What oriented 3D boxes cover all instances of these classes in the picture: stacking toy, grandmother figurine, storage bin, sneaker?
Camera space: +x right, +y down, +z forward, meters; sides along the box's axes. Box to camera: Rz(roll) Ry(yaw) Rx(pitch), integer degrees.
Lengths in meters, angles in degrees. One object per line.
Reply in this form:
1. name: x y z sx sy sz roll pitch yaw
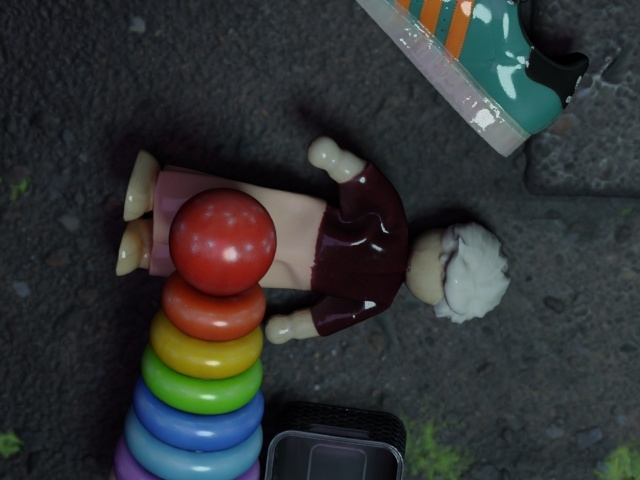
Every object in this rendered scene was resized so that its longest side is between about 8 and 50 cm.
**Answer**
1. stacking toy: -0.097 0.105 1.477 0.141 0.141 0.330 13 122 2
2. grandmother figurine: 0.000 0.000 1.520 0.342 0.104 0.208 12 131 -1
3. storage bin: 0.009 0.250 1.578 0.122 0.084 0.180 7 104 3
4. sneaker: 0.102 -0.216 1.458 0.121 0.108 0.302 -41 105 11
